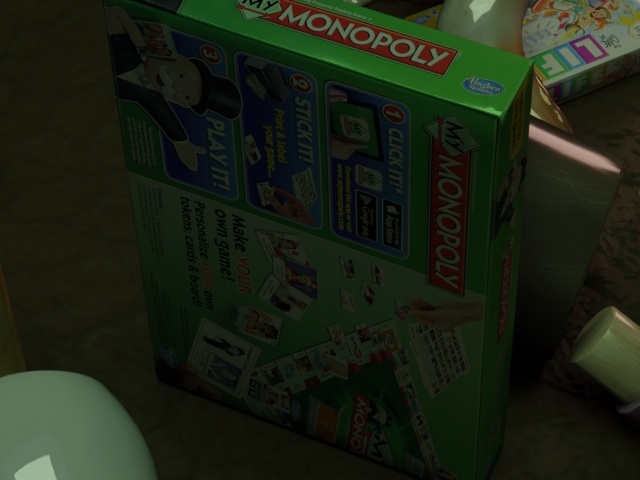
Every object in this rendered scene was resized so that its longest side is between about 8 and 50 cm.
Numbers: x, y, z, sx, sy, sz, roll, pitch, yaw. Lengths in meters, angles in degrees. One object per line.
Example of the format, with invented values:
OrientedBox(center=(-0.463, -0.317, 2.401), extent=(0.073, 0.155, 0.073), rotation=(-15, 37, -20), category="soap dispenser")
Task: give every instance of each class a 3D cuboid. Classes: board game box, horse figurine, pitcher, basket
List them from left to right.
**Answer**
OrientedBox(center=(-0.118, 0.179, 1.030), extent=(0.177, 0.125, 0.207), rotation=(3, 58, -23), category="pitcher")
OrientedBox(center=(0.000, 0.000, 1.034), extent=(0.213, 0.317, 0.046), rotation=(19, 52, 17), category="board game box")
OrientedBox(center=(0.054, -0.028, 1.153), extent=(0.226, 0.204, 0.154), rotation=(20, 59, 7), category="basket")
OrientedBox(center=(0.082, -0.135, 1.262), extent=(0.174, 0.066, 0.263), rotation=(-7, 73, 25), category="horse figurine")
OrientedBox(center=(0.149, -0.138, 1.334), extent=(0.154, 0.026, 0.103), rotation=(-23, 53, -16), category="board game box")

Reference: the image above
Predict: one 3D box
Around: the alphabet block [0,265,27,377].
OrientedBox(center=(-0.294, 0.040, 1.090), extent=(0.192, 0.197, 0.193), rotation=(-30, 55, -20), category="alphabet block")

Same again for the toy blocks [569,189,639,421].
OrientedBox(center=(0.342, 0.033, 1.094), extent=(0.260, 0.309, 0.289), rotation=(37, 68, -10), category="toy blocks")
